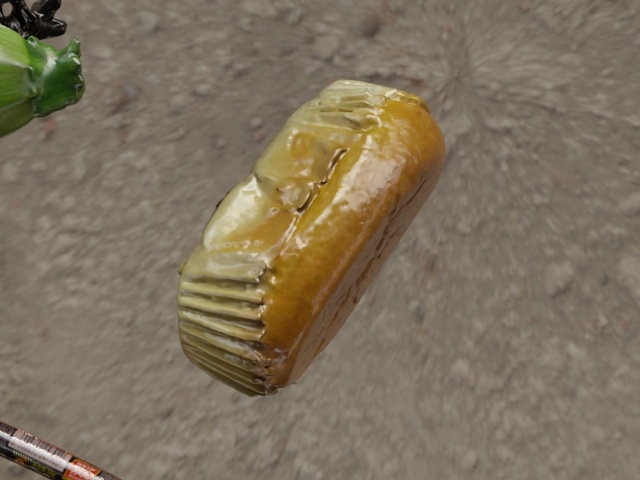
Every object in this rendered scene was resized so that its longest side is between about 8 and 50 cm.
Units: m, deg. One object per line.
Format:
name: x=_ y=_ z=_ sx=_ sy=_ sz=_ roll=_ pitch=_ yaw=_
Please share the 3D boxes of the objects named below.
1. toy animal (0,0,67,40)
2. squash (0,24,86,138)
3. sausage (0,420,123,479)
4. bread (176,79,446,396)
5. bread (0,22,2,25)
toy animal: x=-0.346 y=-0.308 z=1.605 sx=0.121 sy=0.210 sz=0.117 roll=-25 pitch=54 yaw=-30
squash: x=-0.355 y=-0.102 z=0.984 sx=0.395 sy=0.107 sz=0.107 roll=-4 pitch=96 yaw=-1
sausage: x=-0.217 y=0.155 z=1.076 sx=0.198 sy=0.028 sz=0.025 roll=24 pitch=123 yaw=3
bread: x=-0.004 y=-0.004 z=1.657 sx=0.183 sy=0.236 sz=0.388 roll=24 pitch=77 yaw=24
bread: x=-0.403 y=-0.126 z=1.240 sx=0.167 sy=0.294 sz=0.132 roll=-2 pitch=116 yaw=38
